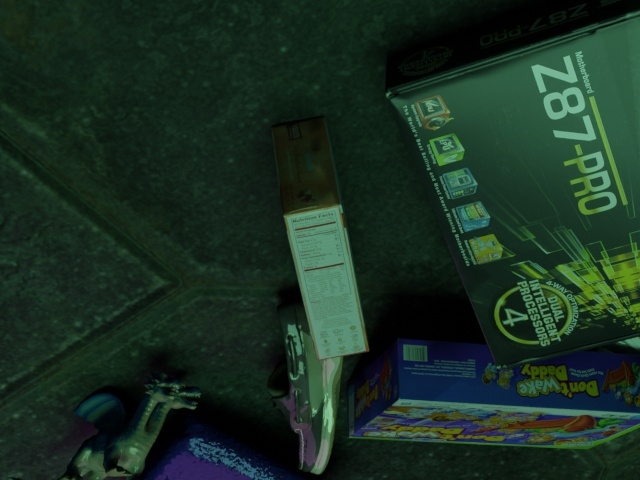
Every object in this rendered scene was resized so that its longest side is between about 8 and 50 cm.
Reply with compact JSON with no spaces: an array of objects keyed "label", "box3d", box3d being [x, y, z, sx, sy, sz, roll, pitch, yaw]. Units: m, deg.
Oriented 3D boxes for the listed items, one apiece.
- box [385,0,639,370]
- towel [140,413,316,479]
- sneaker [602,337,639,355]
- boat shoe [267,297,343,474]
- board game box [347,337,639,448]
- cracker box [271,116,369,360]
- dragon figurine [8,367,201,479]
[{"label":"box","box3d":[0.283,-0.063,1.436,0.318,0.097,0.395,-16,120,14]},{"label":"towel","box3d":[-0.101,0.365,1.808,0.308,0.076,0.227,31,125,-16]},{"label":"sneaker","box3d":[0.318,0.085,1.661,0.262,0.099,0.121,37,125,-25]},{"label":"boat shoe","box3d":[-0.022,0.184,1.686,0.092,0.103,0.285,2,128,-4]},{"label":"board game box","box3d":[0.231,0.202,1.685,0.347,0.078,0.233,5,160,-13]},{"label":"cracker box","box3d":[0.000,0.000,1.479,0.067,0.155,0.232,-10,132,1]},{"label":"dragon figurine","box3d":[-0.274,0.257,1.716,0.289,0.144,0.085,-21,137,36]}]
